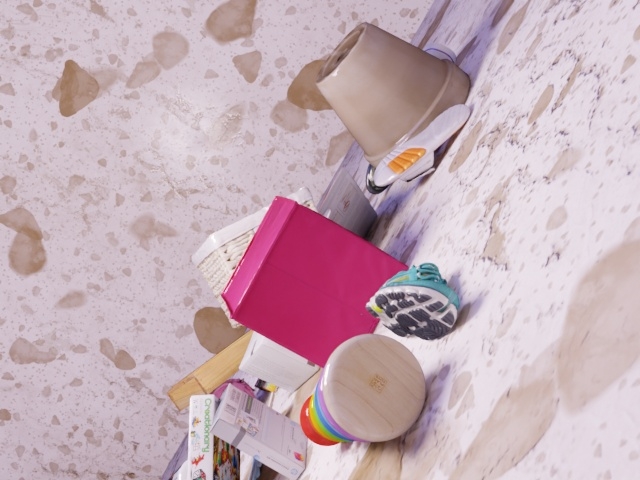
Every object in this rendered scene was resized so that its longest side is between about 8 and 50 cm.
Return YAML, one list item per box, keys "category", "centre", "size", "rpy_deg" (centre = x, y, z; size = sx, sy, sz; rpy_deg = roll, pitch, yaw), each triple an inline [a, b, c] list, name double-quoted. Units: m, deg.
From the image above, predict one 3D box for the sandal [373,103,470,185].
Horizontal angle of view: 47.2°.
- category: "sandal"
  centre: [0.237, -0.191, 1.627]
  size: [0.265, 0.076, 0.102]
  rpy_deg: [-37, 30, 18]

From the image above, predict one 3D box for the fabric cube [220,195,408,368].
- category: "fabric cube"
  centre: [-0.023, 0.085, 1.480]
  size: [0.259, 0.258, 0.254]
  rpy_deg: [-61, 14, 0]

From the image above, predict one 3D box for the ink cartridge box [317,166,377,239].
- category: "ink cartridge box"
  centre: [0.000, 0.000, 1.802]
  size: [0.308, 0.091, 0.385]
  rpy_deg: [-61, -22, -6]

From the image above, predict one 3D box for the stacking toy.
- category: "stacking toy"
  centre: [0.034, 0.243, 1.089]
  size: [0.141, 0.141, 0.330]
  rpy_deg: [-64, 4, -26]

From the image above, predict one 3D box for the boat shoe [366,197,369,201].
- category: "boat shoe"
  centre: [0.106, -0.054, 2.064]
  size: [0.153, 0.056, 0.048]
  rpy_deg: [-64, 17, -14]

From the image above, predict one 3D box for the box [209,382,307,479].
- category: "box"
  centre: [-0.113, 0.362, 1.395]
  size: [0.038, 0.186, 0.145]
  rpy_deg: [-57, 8, 13]

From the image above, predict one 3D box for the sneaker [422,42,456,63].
- category: "sneaker"
  centre: [0.293, -0.419, 2.038]
  size: [0.282, 0.102, 0.161]
  rpy_deg: [106, -173, -72]

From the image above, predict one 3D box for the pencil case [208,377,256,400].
- category: "pencil case"
  centre: [-0.290, 0.508, 2.230]
  size: [0.167, 0.160, 0.386]
  rpy_deg: [-22, -6, -18]

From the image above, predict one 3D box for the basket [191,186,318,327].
- category: "basket"
  centre: [-0.152, 0.058, 2.114]
  size: [0.328, 0.266, 0.331]
  rpy_deg: [-28, -3, -23]

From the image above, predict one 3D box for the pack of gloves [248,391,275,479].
- category: "pack of gloves"
  centre: [-0.127, 0.491, 1.651]
  size: [0.232, 0.046, 0.195]
  rpy_deg: [-80, 5, -65]

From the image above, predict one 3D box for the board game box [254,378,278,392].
- category: "board game box"
  centre: [-0.136, 0.381, 2.146]
  size: [0.124, 0.039, 0.259]
  rpy_deg: [-63, 10, -15]

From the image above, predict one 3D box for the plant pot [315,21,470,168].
- category: "plant pot"
  centre: [0.153, -0.367, 1.779]
  size: [0.323, 0.280, 0.323]
  rpy_deg: [-46, 19, 21]

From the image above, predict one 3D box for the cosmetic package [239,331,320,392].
- category: "cosmetic package"
  centre: [-0.080, 0.246, 1.756]
  size: [0.184, 0.151, 0.151]
  rpy_deg: [-52, 15, 53]

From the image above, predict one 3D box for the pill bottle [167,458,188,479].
- category: "pill bottle"
  centre: [-0.377, 0.717, 2.120]
  size: [0.246, 0.130, 0.130]
  rpy_deg: [-52, 11, 51]

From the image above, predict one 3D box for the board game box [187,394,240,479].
- category: "board game box"
  centre: [-0.213, 0.445, 1.501]
  size: [0.305, 0.053, 0.193]
  rpy_deg: [81, -174, -66]

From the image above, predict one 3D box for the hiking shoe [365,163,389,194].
- category: "hiking shoe"
  centre: [0.188, -0.214, 1.961]
  size: [0.227, 0.086, 0.114]
  rpy_deg: [-57, 4, 22]

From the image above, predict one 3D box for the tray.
- category: "tray"
  centre: [-0.234, 0.323, 2.106]
  size: [0.411, 0.076, 0.203]
  rpy_deg: [-33, -3, -41]

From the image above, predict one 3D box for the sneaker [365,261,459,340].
- category: "sneaker"
  centre: [0.141, 0.077, 1.102]
  size: [0.110, 0.107, 0.275]
  rpy_deg: [-52, 6, -10]
